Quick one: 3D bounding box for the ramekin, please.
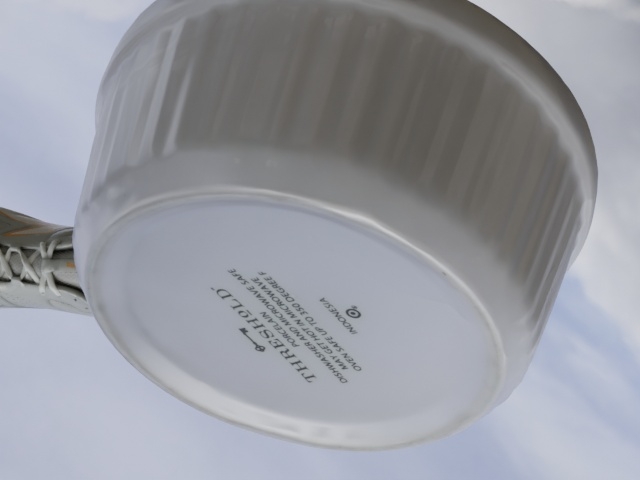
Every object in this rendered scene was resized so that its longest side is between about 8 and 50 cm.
[{"bbox_3d":[0.000,0.000,0.624,0.273,0.273,0.127,28,-130,-15],"label":"ramekin"}]

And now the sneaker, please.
[{"bbox_3d":[-0.236,0.018,1.030,0.262,0.099,0.121,4,175,-20],"label":"sneaker"}]
